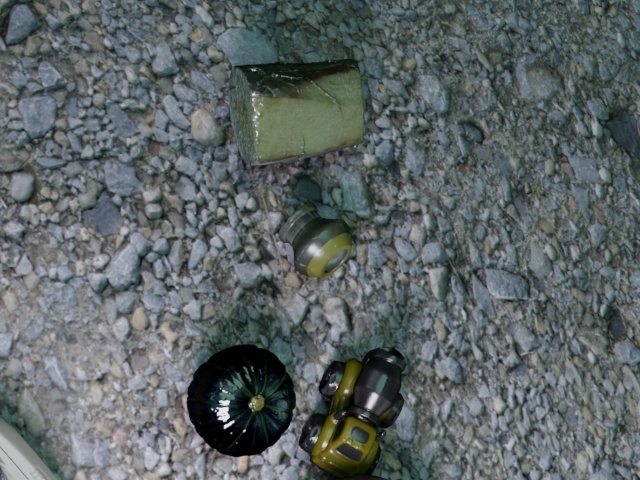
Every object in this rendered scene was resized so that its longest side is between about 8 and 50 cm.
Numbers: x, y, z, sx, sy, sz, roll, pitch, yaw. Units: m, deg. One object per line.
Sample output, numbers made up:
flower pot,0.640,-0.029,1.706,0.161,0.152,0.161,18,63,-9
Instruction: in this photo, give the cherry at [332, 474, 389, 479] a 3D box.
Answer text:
cherry,0.064,0.509,1.700,0.261,0.221,0.307,45,39,0

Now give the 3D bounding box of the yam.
yam,-0.041,-0.266,2.048,0.271,0.203,0.201,-8,33,-21

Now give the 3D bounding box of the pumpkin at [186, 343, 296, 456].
pumpkin,-0.133,0.273,1.768,0.194,0.150,0.194,11,61,-21

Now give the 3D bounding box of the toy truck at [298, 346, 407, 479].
toy truck,0.071,0.301,1.830,0.147,0.165,0.224,30,58,-7

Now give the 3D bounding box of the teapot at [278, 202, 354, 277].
teapot,0.000,0.000,1.989,0.119,0.130,0.165,45,23,21

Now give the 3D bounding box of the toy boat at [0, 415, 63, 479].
toy boat,-0.500,0.344,1.595,0.269,0.141,0.141,34,57,-2
